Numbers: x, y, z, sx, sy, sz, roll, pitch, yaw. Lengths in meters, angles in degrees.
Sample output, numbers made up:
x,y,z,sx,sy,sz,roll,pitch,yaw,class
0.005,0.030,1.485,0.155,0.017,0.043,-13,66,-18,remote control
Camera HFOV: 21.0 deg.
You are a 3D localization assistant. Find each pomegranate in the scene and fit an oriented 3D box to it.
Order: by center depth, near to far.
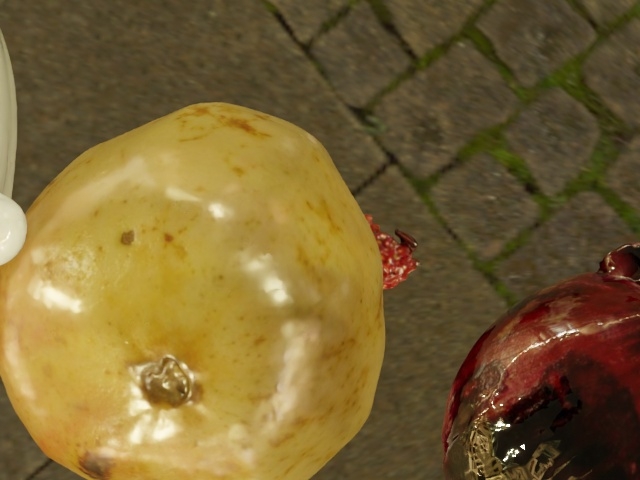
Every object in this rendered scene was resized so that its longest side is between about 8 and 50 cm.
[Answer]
x,y,z,sx,sy,sz,roll,pitch,yaw,class
-0.094,0.057,1.410,0.343,0.342,0.342,0,89,19,pomegranate

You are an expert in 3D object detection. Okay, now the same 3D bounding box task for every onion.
x,y,z,sx,sy,sz,roll,pitch,yaw,class
0.200,0.099,0.941,0.281,0.281,0.221,-15,56,18,onion

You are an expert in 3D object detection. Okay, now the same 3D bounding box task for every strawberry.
x,y,z,sx,sy,sz,roll,pitch,yaw,class
0.000,0.000,1.686,0.188,0.121,0.082,28,70,13,strawberry

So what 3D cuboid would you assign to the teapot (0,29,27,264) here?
x,y,z,sx,sy,sz,roll,pitch,yaw,class
-0.206,-0.039,0.687,0.300,0.166,0.208,40,110,59,teapot
